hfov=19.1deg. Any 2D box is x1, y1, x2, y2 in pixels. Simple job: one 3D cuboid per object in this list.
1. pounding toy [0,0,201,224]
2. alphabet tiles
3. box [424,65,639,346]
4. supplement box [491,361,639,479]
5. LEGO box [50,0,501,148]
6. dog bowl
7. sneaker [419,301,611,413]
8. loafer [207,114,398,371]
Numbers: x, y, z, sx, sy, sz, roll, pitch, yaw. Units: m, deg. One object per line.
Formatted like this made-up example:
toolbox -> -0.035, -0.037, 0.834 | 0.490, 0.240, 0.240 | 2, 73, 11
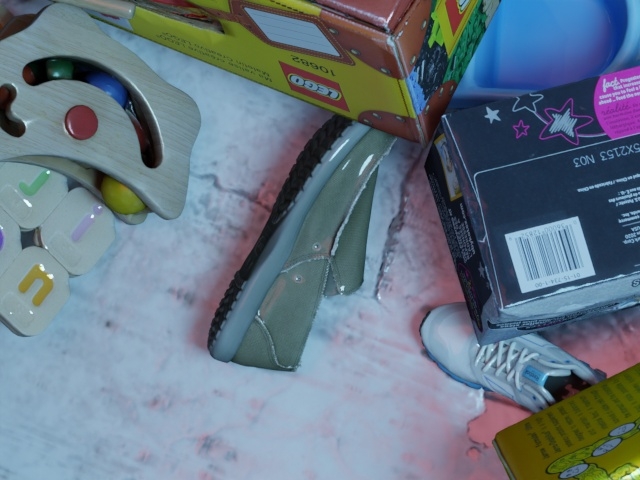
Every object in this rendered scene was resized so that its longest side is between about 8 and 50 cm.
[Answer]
pounding toy -> -0.205, -0.106, 1.494 | 0.269, 0.155, 0.154 | 38, 68, -25
alphabet tiles -> -0.297, -0.059, 1.534 | 0.284, 0.021, 0.278 | 45, 57, -18
box -> 0.223, -0.031, 1.452 | 0.247, 0.142, 0.163 | -14, 77, -5
supplement box -> 0.332, 0.170, 1.363 | 0.356, 0.195, 0.194 | -27, 100, 2
LEGO box -> -0.070, -0.348, 1.495 | 0.500, 0.193, 0.372 | 23, 74, 18
dog bowl -> 0.127, -0.176, 1.551 | 0.297, 0.074, 0.166 | 4, 82, 10
sneaker -> 0.164, 0.100, 1.498 | 0.191, 0.083, 0.071 | 25, 88, 14
loafer -> 0.000, 0.000, 1.540 | 0.087, 0.094, 0.251 | 28, 103, -12
